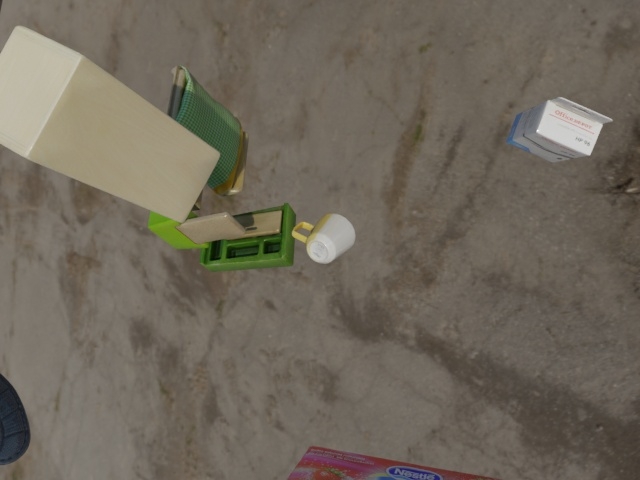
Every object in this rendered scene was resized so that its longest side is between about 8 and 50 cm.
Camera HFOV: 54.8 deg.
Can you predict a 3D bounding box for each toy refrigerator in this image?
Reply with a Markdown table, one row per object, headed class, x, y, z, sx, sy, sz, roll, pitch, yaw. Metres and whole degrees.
| class | x | y | z | sx | sy | sz | roll | pitch | yaw |
| --- | --- | --- | --- | --- | --- | --- | --- | --- | --- |
| toy refrigerator | -0.222 | -0.108 | 0.655 | 0.094 | 0.269 | 0.102 | 28 | 89 | 20 |

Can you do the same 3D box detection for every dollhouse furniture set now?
| class | x | y | z | sx | sy | sz | roll | pitch | yaw |
| --- | --- | --- | --- | --- | --- | --- | --- | --- | --- |
| dollhouse furniture set | -0.142 | -0.124 | 0.989 | 0.151 | 0.197 | 0.301 | -8 | 62 | 20 |

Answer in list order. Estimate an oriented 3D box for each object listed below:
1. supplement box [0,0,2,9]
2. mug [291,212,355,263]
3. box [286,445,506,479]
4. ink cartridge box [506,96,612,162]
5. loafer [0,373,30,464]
| class | x | y | z | sx | sy | sz | roll | pitch | yaw |
| --- | --- | --- | --- | --- | --- | --- | --- | --- | --- |
| supplement box | -0.443 | -0.292 | 0.746 | 0.083 | 0.083 | 0.056 | -106 | 36 | -64 |
| mug | 0.003 | 0.003 | 0.884 | 0.078 | 0.064 | 0.062 | -8 | 111 | 30 |
| box | 0.103 | 0.378 | 0.764 | 0.300 | 0.142 | 0.154 | 4 | 99 | 17 |
| ink cartridge box | 0.190 | -0.088 | 0.498 | 0.083 | 0.048 | 0.028 | -151 | 83 | -87 |
| loafer | -0.607 | 0.260 | 1.061 | 0.302 | 0.109 | 0.095 | 47 | 144 | 5 |
